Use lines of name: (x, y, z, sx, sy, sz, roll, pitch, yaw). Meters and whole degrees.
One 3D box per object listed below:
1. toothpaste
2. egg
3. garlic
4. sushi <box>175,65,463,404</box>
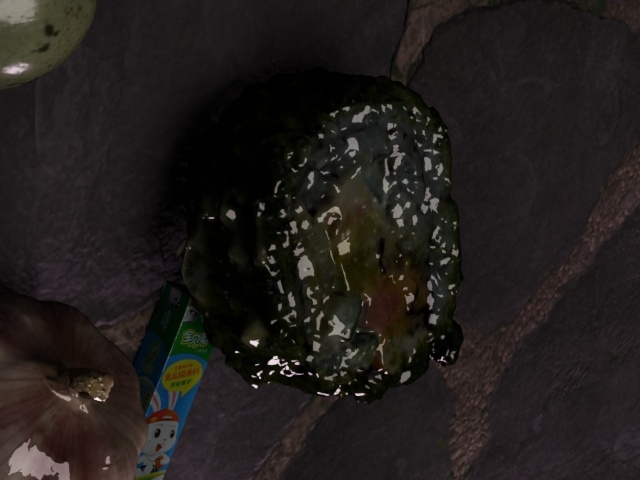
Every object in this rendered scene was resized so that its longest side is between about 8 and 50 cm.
toothpaste: (-0.180, 0.176, 1.946, 0.065, 0.050, 0.267, 13, 102, -45)
egg: (-0.298, -0.210, 1.515, 0.228, 0.177, 0.177, -19, 126, -20)
garlic: (-0.257, 0.151, 1.681, 0.245, 0.253, 0.245, 13, 64, -28)
sushi: (0.000, 0.000, 1.886, 0.294, 0.178, 0.352, -26, 118, -39)
